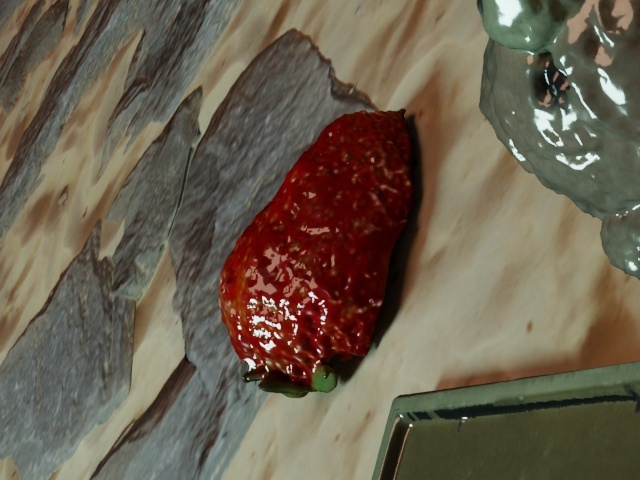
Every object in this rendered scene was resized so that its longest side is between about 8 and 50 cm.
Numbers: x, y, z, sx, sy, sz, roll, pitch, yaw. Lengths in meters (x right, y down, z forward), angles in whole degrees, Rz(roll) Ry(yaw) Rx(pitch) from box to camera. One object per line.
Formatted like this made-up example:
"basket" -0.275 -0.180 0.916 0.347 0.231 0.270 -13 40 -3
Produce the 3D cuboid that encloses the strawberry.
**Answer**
"strawberry" 0.000 0.000 1.027 0.146 0.082 0.187 1 66 62

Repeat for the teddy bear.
"teddy bear" 0.150 -0.125 0.649 0.267 0.151 0.236 -47 36 36

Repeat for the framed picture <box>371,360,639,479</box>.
"framed picture" 0.078 0.163 0.728 0.315 0.024 0.232 -17 54 64
